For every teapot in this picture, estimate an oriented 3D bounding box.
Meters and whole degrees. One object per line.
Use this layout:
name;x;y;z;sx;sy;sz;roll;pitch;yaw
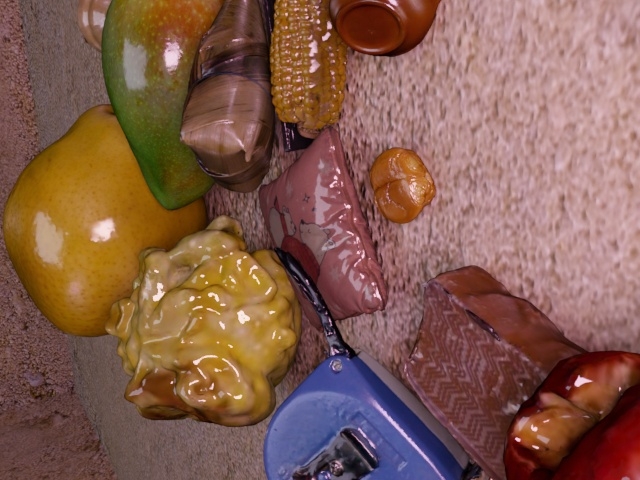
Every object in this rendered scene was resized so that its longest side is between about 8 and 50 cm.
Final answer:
teapot;0.068;-0.239;0.667;0.098;0.078;0.129;43;151;-28

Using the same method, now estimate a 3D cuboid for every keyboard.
keyboard;-0.040;-0.219;0.856;0.013;0.061;0.204;-1;102;39

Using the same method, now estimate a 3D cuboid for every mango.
mango;-0.212;-0.215;0.987;0.225;0.201;0.382;-89;4;-57

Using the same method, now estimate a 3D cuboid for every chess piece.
chess piece;-0.310;-0.386;1.195;0.301;0.137;0.137;22;121;39

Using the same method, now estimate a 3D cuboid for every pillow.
pillow;0.000;0.000;0.856;0.223;0.084;0.236;-27;80;62

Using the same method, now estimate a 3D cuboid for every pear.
pear;-0.383;-0.032;1.215;0.362;0.362;0.418;25;97;53

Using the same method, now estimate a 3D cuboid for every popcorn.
popcorn;-0.170;0.125;1.000;0.312;0.312;0.312;30;127;50

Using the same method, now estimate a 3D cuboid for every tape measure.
tape measure;-0.002;0.197;0.783;0.351;0.098;0.215;47;111;14

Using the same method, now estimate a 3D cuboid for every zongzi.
zongzi;-0.109;-0.196;0.874;0.221;0.112;0.242;100;176;-78

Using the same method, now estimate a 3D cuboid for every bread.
bread;0.088;-0.061;0.726;0.081;0.046;0.083;17;116;53

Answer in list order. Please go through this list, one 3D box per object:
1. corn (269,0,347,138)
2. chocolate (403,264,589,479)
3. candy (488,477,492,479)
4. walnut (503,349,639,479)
corn;-0.008;-0.273;0.755;0.097;0.097;0.320;36;129;47
chocolate;0.177;0.129;0.614;0.214;0.093;0.148;45;139;42
candy;0.193;0.293;0.701;0.053;0.046;0.182;32;127;47
walnut;0.253;0.164;0.378;0.269;0.222;0.244;38;111;8
